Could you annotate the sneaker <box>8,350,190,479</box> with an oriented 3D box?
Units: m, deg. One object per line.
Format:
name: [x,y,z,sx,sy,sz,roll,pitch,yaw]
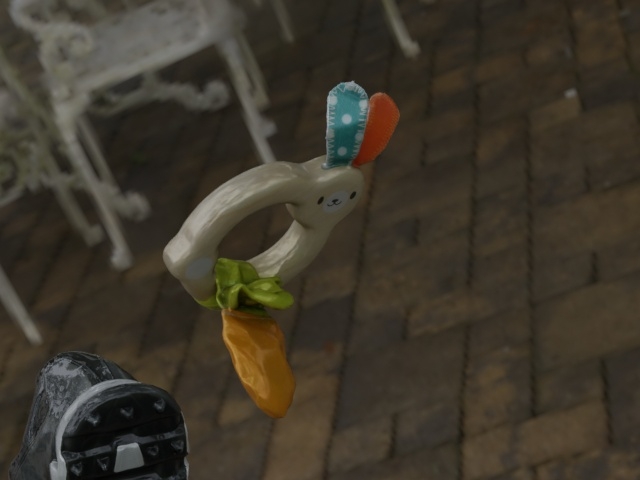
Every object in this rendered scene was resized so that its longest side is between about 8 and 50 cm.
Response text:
sneaker: [-0.112,0.157,0.829,0.078,0.234,0.106,-9,26,-26]

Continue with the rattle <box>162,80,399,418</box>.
rattle: [0.000,0.000,1.150,0.200,0.130,0.143,-34,41,1]
